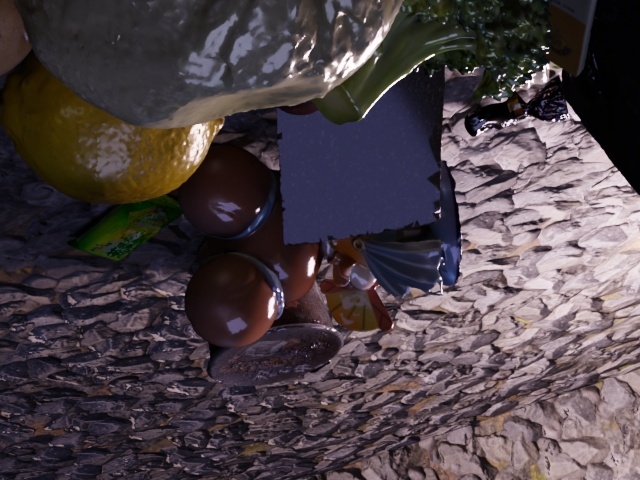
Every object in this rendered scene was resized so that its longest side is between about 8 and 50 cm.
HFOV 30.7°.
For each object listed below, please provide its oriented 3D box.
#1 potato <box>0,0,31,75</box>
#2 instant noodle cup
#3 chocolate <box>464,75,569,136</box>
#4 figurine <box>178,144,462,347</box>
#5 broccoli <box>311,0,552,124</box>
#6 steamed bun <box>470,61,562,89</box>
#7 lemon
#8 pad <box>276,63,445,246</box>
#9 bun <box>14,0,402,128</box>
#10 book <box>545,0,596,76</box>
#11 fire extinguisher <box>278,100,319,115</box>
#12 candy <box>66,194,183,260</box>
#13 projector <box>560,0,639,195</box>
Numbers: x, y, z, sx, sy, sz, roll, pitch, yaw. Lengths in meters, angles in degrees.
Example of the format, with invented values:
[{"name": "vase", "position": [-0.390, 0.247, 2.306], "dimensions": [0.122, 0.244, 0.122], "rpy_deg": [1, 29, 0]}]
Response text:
[{"name": "potato", "position": [-0.360, -0.216, 1.203], "dimensions": [0.147, 0.112, 0.112], "rpy_deg": [-9, 154, 4]}, {"name": "instant noodle cup", "position": [-0.091, 0.095, 1.831], "dimensions": [0.218, 0.207, 0.217], "rpy_deg": [-13, 153, -6]}, {"name": "chocolate", "position": [0.275, -0.187, 1.647], "dimensions": [0.147, 0.070, 0.072], "rpy_deg": [-7, 165, 9]}, {"name": "figurine", "position": [0.000, 0.001, 1.651], "dimensions": [0.388, 0.276, 0.248], "rpy_deg": [-3, -179, -4]}, {"name": "broccoli", "position": [0.087, -0.255, 1.180], "dimensions": [0.260, 0.288, 0.235], "rpy_deg": [-36, 136, -41]}, {"name": "steamed bun", "position": [0.252, -0.253, 1.440], "dimensions": [0.183, 0.106, 0.183], "rpy_deg": [-11, 155, -5]}, {"name": "lemon", "position": [-0.232, -0.141, 1.303], "dimensions": [0.260, 0.204, 0.204], "rpy_deg": [3, 149, -28]}, {"name": "pad", "position": [0.052, -0.146, 1.472], "dimensions": [0.220, 0.004, 0.330], "rpy_deg": [-8, 122, -12]}, {"name": "bun", "position": [-0.104, -0.270, 0.974], "dimensions": [0.349, 0.352, 0.227], "rpy_deg": [-38, 167, -9]}, {"name": "book", "position": [0.205, -0.310, 1.228], "dimensions": [0.020, 0.208, 0.295], "rpy_deg": [-47, 159, -16]}, {"name": "fire extinguisher", "position": [-0.102, -0.252, 1.227], "dimensions": [0.114, 0.135, 0.337], "rpy_deg": [-22, 154, 26]}, {"name": "candy", "position": [-0.277, -0.023, 1.700], "dimensions": [0.178, 0.032, 0.102], "rpy_deg": [-32, 148, 32]}, {"name": "projector", "position": [0.497, -0.278, 1.276], "dimensions": [0.405, 0.242, 0.395], "rpy_deg": [-27, 150, -6]}]
